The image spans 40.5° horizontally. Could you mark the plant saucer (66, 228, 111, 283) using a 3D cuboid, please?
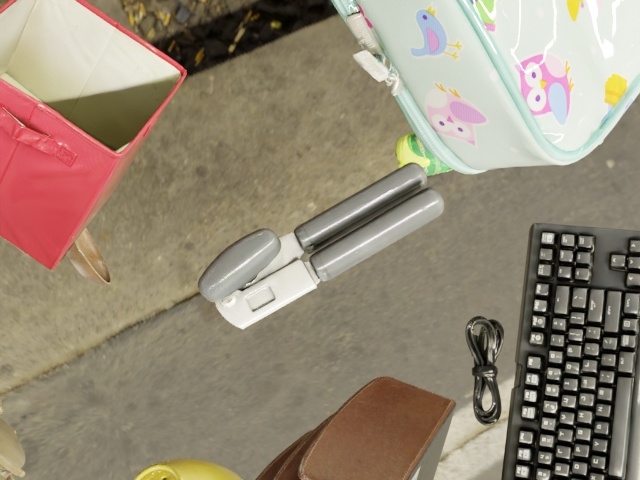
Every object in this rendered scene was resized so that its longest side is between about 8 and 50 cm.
[{"bbox_3d":[-0.467,0.005,1.657,0.036,0.198,0.199,-29,87,-5],"label":"plant saucer"}]

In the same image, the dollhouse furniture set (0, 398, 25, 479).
[{"bbox_3d":[-0.552,0.468,1.360,0.303,0.355,0.174,-45,121,-3],"label":"dollhouse furniture set"}]

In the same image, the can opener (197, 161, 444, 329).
[{"bbox_3d":[0.000,0.000,0.957,0.283,0.095,0.076,-30,68,1],"label":"can opener"}]

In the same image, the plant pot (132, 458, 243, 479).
[{"bbox_3d":[-0.150,0.281,0.905,0.134,0.095,0.134,-14,50,17],"label":"plant pot"}]

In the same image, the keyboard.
[{"bbox_3d":[0.133,0.080,0.496,0.108,0.023,0.180,5,80,25],"label":"keyboard"}]

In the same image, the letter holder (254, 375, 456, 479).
[{"bbox_3d":[0.027,0.304,1.176,0.214,0.302,0.152,20,113,19],"label":"letter holder"}]

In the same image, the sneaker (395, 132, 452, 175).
[{"bbox_3d":[0.249,-0.187,1.654,0.295,0.123,0.109,-43,129,-49],"label":"sneaker"}]

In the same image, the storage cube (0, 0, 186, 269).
[{"bbox_3d":[-0.287,-0.124,0.923,0.183,0.193,0.215,33,37,-10],"label":"storage cube"}]

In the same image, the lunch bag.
[{"bbox_3d":[0.125,-0.178,0.499,0.279,0.108,0.224,-47,118,-25],"label":"lunch bag"}]
